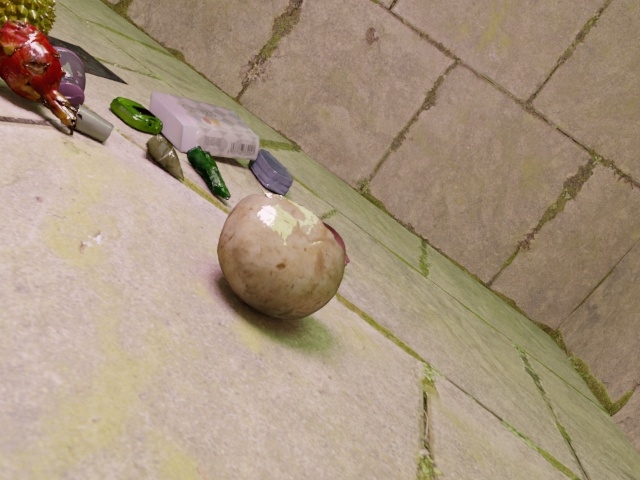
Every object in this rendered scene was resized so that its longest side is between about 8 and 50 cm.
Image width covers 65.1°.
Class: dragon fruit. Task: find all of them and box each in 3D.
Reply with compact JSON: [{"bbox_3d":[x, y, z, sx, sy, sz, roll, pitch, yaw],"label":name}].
[{"bbox_3d":[-0.588,-0.336,1.052,0.246,0.125,0.125,54,45,-11],"label":"dragon fruit"}]

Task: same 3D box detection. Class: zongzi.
[{"bbox_3d":[-0.399,-0.213,1.313,0.130,0.062,0.154,54,-8,-17],"label":"zongzi"}]

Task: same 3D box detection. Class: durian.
[{"bbox_3d":[-0.813,-0.614,1.275,0.291,0.225,0.291,18,-19,6],"label":"durian"}]

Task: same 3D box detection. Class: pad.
[{"bbox_3d":[-0.826,-0.611,1.640,0.247,0.007,0.367,38,14,7],"label":"pad"}]

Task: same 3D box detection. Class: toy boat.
[{"bbox_3d":[-0.193,-0.261,1.868,0.127,0.078,0.283,22,20,-34],"label":"toy boat"}]

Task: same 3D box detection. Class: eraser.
[{"bbox_3d":[-0.374,-0.373,1.675,0.213,0.082,0.397,46,23,15],"label":"eraser"}]

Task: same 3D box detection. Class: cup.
[{"bbox_3d":[-0.528,-0.261,1.143,0.083,0.075,0.055,29,52,-38],"label":"cup"}]

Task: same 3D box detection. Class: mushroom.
[{"bbox_3d":[-0.088,0.054,0.938,0.253,0.195,0.189,39,46,-15],"label":"mushroom"}]

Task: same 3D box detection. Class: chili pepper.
[{"bbox_3d":[-0.296,-0.177,1.388,0.088,0.059,0.227,27,18,-49],"label":"chili pepper"}]

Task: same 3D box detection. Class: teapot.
[{"bbox_3d":[-0.614,-0.374,1.161,0.148,0.116,0.146,24,30,-55],"label":"teapot"}]

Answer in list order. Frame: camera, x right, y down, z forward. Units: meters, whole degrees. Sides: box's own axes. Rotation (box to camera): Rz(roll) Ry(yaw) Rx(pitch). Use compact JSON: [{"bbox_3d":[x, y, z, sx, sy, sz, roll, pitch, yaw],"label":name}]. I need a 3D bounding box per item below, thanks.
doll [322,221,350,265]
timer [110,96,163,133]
[{"bbox_3d":[0.000,0.000,1.441,0.211,0.093,0.262,40,14,1],"label":"doll"},{"bbox_3d":[-0.528,-0.361,1.450,0.128,0.047,0.140,40,14,12],"label":"timer"}]
